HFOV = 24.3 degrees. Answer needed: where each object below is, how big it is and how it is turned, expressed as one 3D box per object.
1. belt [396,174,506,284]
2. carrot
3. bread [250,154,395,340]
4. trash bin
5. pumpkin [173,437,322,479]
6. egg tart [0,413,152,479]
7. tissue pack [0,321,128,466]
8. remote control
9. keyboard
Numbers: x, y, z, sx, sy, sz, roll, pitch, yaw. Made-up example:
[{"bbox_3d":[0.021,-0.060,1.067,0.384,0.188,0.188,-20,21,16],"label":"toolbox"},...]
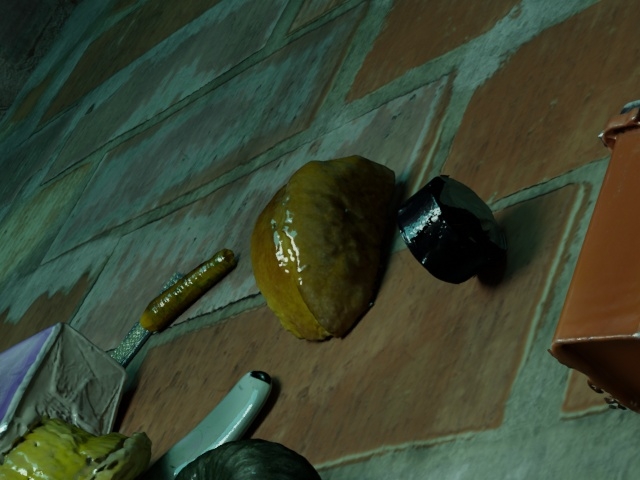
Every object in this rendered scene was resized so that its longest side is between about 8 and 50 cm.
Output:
[{"bbox_3d":[0.130,-0.010,1.498,0.058,0.105,0.140,-38,-19,26],"label":"belt"},{"bbox_3d":[-0.184,0.069,2.073,0.170,0.042,0.042,-38,25,22],"label":"carrot"},{"bbox_3d":[-0.005,-0.009,1.736,0.129,0.134,0.260,-32,28,39],"label":"bread"},{"bbox_3d":[0.277,0.010,1.151,0.184,0.161,0.239,-8,49,58],"label":"trash bin"},{"bbox_3d":[-0.084,0.281,1.392,0.211,0.152,0.211,-30,19,11],"label":"pumpkin"},{"bbox_3d":[-0.340,0.320,1.711,0.345,0.132,0.345,-48,-1,-1],"label":"egg tart"},{"bbox_3d":[-0.432,0.280,2.037,0.338,0.160,0.242,-26,33,43],"label":"tissue pack"},{"bbox_3d":[-0.148,0.247,1.709,0.256,0.045,0.097,-48,22,-3],"label":"remote control"},{"bbox_3d":[-0.250,0.121,2.146,0.176,0.014,0.055,-53,25,-7],"label":"keyboard"}]
